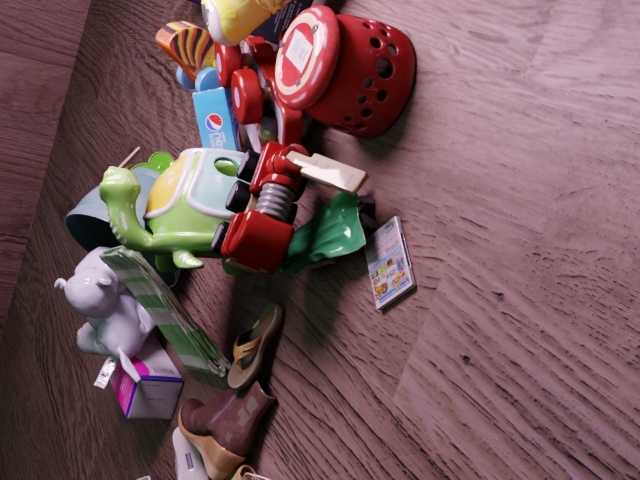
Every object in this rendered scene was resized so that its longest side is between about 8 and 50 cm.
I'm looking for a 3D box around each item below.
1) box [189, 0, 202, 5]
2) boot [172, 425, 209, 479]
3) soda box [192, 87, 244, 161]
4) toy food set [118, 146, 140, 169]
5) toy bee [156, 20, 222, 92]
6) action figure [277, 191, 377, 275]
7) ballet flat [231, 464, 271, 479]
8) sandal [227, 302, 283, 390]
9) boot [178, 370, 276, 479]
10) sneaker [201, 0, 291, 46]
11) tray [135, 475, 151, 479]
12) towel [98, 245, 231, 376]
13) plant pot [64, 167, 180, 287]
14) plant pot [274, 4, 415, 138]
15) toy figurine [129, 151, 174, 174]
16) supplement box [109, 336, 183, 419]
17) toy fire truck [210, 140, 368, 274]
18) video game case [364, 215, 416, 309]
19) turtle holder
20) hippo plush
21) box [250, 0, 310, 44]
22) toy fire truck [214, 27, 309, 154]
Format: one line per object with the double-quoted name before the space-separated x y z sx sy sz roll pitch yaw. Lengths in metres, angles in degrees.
"box" -0.299 -0.654 1.752 0.184 0.261 0.103 -27 58 51
"boot" -0.266 0.478 1.562 0.086 0.069 0.190 114 148 -76
"soda box" -0.205 -0.209 1.566 0.067 0.071 0.210 -51 -49 -77
"toy food set" -0.533 -0.139 2.114 0.218 0.071 0.128 -64 -2 38
"toy bee" -0.235 -0.382 1.653 0.195 0.298 0.162 40 75 17
"action figure" 0.000 0.000 1.274 0.232 0.063 0.137 -34 46 40
"ballet flat" -0.097 0.453 1.291 0.232 0.080 0.073 15 79 56
"sandal" -0.131 0.192 1.403 0.072 0.049 0.180 23 84 55
"boot" -0.180 0.326 1.473 0.207 0.090 0.248 -59 33 6
"sneaker" -0.065 -0.502 1.346 0.147 0.145 0.384 25 72 39
"tray" -0.454 0.661 1.810 0.270 0.030 0.145 -35 52 47
"towel" -0.330 0.148 1.553 0.038 0.325 0.248 -43 15 -24
"plant pot" -0.426 -0.048 1.787 0.293 0.293 0.196 -18 39 54
"plant pot" 0.030 -0.276 1.225 0.191 0.174 0.191 -21 65 55
"toy figurine" -0.468 -0.141 2.013 0.159 0.130 0.173 -27 37 62
"supplement box" -0.424 0.322 1.790 0.220 0.111 0.114 39 114 55
"toy fire truck" -0.053 -0.060 1.225 0.246 0.158 0.217 -27 43 66
"video game case" 0.105 0.035 1.163 0.087 0.011 0.122 -41 48 43
"turtle holder" -0.237 -0.053 1.425 0.243 0.320 0.227 96 176 -85
"hippo plush" -0.513 0.153 1.726 0.234 0.236 0.294 -12 37 25
"box" -0.109 -0.487 1.507 0.093 0.158 0.156 42 115 52
"toy fire truck" -0.096 -0.250 1.447 0.254 0.169 0.302 95 157 -44
